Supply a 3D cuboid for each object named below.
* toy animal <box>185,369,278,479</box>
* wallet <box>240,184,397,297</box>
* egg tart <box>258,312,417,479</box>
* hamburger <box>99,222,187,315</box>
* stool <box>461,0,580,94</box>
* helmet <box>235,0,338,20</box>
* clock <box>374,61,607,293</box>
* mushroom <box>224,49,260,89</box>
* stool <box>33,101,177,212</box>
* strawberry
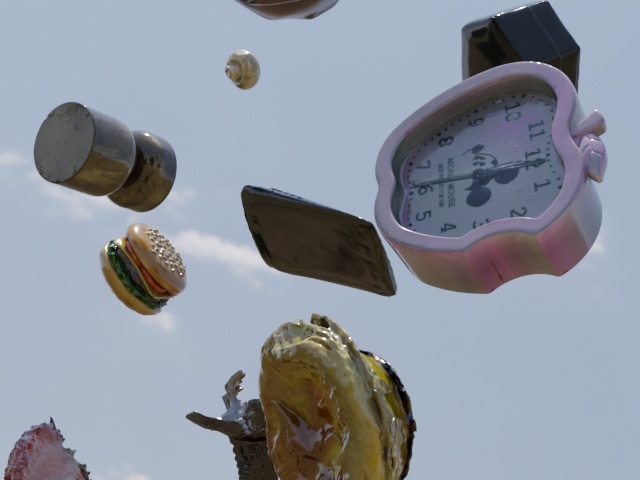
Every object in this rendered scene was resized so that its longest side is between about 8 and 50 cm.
[{"bbox_3d":[-0.080,0.254,1.802,0.160,0.197,0.273,40,-34,24],"label":"toy animal"},{"bbox_3d":[0.000,0.000,1.893,0.245,0.052,0.169,15,-38,32],"label":"wallet"},{"bbox_3d":[0.018,0.182,1.231,0.105,0.241,0.241,-10,-14,-26],"label":"egg tart"},{"bbox_3d":[-0.302,0.050,2.168,0.115,0.162,0.162,-36,-43,13],"label":"hamburger"},{"bbox_3d":[0.364,-0.320,2.308,0.141,0.232,0.232,-21,-15,-20],"label":"stool"},{"bbox_3d":[-0.061,-0.486,2.144,0.338,0.271,0.197,38,-18,18],"label":"helmet"},{"bbox_3d":[0.237,-0.084,1.703,0.338,0.339,0.102,-3,-38,32],"label":"clock"},{"bbox_3d":[-0.161,-0.347,2.580,0.067,0.084,0.083,-21,-9,-27],"label":"mushroom"},{"bbox_3d":[-0.457,-0.175,2.706,0.179,0.179,0.264,-3,-14,34],"label":"stool"},{"bbox_3d":[-0.495,0.433,2.243,0.098,0.228,0.174,-33,-75,13],"label":"strawberry"}]
